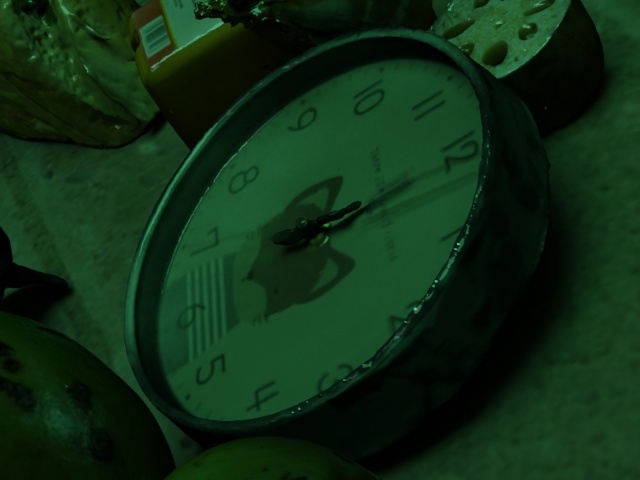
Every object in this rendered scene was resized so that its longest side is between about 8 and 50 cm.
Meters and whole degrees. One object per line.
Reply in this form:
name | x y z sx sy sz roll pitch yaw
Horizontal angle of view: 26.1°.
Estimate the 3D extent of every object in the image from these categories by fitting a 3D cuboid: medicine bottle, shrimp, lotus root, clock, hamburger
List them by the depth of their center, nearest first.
clock | 0.000 0.000 0.934 0.325 0.067 0.325 -26 44 29
shrimp | -0.002 -0.163 1.012 0.184 0.091 0.043 5 29 -22
lotus root | 0.141 -0.136 1.012 0.112 0.081 0.122 -38 38 0
medicine bottle | -0.025 -0.161 1.106 0.222 0.149 0.112 -30 40 7
hamburger | -0.286 -0.215 1.319 0.330 0.209 0.162 18 62 44

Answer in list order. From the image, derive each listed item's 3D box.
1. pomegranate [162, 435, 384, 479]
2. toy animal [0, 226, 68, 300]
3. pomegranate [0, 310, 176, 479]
pomegranate | -0.037 0.201 0.712 0.210 0.179 0.179 -40 38 -5
toy animal | -0.304 0.073 1.047 0.122 0.185 0.298 -15 23 32
pomegranate | -0.244 0.143 0.822 0.291 0.323 0.291 -44 2 2
